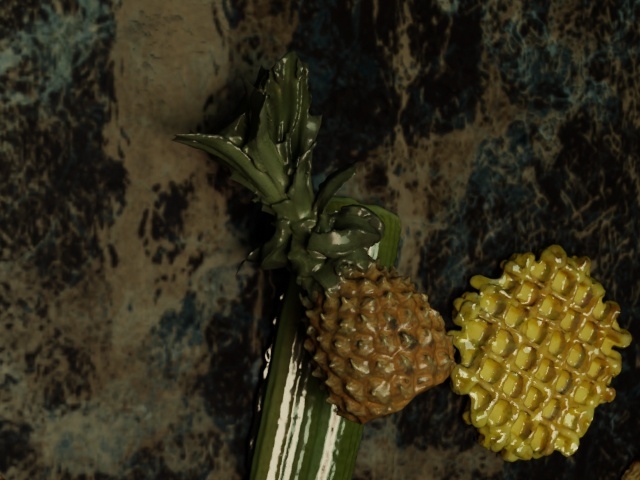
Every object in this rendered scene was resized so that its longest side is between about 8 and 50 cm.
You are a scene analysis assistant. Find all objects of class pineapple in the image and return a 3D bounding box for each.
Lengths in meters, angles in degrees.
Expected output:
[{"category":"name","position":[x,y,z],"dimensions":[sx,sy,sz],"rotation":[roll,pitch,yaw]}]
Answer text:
[{"category":"pineapple","position":[0.000,0.000,1.428],"dimensions":[0.119,0.130,0.277],"rotation":[-33,93,-23]}]

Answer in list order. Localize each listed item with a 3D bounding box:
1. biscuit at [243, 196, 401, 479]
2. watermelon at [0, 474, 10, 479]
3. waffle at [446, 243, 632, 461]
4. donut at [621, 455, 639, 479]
[{"category":"biscuit","position":[-0.002,0.125,1.513],"dimensions":[0.099,0.038,0.323],"rotation":[15,85,-31]},{"category":"watermelon","position":[-0.204,0.238,1.299],"dimensions":[0.094,0.241,0.154],"rotation":[20,76,-44]},{"category":"waffle","position":[0.185,0.097,1.612],"dimensions":[0.191,0.038,0.191],"rotation":[-1,93,-29]},{"category":"donut","position":[0.348,0.199,1.660],"dimensions":[0.085,0.141,0.217],"rotation":[44,76,-30]}]
